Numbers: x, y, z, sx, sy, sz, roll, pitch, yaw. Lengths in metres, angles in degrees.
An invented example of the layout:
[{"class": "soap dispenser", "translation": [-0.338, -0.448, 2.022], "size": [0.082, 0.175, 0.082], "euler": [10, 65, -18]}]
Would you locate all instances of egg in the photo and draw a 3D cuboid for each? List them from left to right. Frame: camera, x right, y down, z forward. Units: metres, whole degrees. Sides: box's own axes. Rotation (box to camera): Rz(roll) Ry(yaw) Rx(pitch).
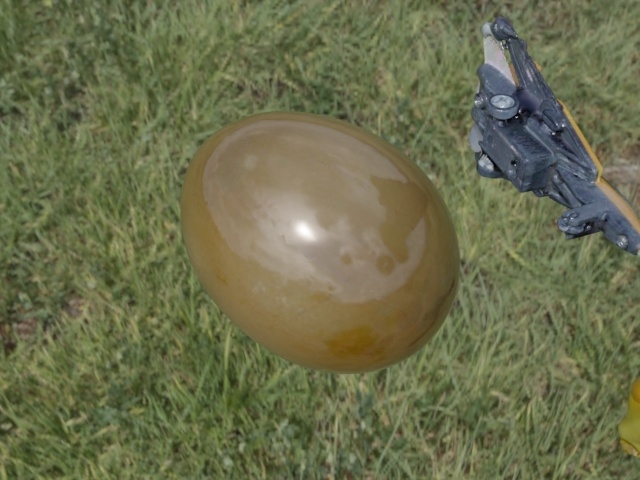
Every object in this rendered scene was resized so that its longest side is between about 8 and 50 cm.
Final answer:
[{"class": "egg", "translation": [0.000, 0.000, 1.195], "size": [0.374, 0.301, 0.301], "euler": [36, 56, -17]}]

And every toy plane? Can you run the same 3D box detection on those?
[{"class": "toy plane", "translation": [0.237, -0.078, 1.002], "size": [0.103, 0.204, 0.316], "euler": [-10, 44, -10]}]

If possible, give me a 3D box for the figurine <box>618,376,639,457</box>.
[{"class": "figurine", "translation": [0.504, 0.290, 1.327], "size": [0.156, 0.131, 0.246], "euler": [-21, 58, 15]}]
